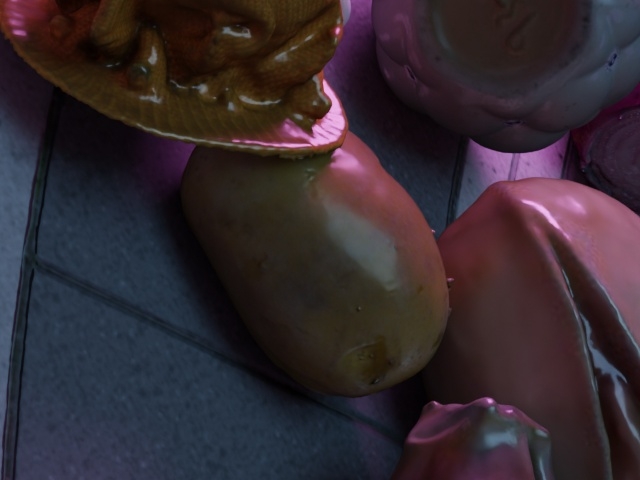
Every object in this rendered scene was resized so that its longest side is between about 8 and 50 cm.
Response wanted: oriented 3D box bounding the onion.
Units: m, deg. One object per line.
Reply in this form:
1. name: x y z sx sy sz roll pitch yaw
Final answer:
1. onion: 0.315 -0.134 1.755 0.207 0.200 0.201 12 60 -22

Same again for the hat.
1. hat: -0.054 -0.209 1.240 0.244 0.233 0.233 33 31 11

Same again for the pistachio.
1. pistachio: 0.193 0.099 1.422 0.230 0.230 0.309 -19 83 -52

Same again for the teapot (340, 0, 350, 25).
1. teapot: -0.048 -0.257 1.455 0.145 0.092 0.226 -39 102 -49

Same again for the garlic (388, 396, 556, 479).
1. garlic: 0.131 0.297 1.229 0.231 0.246 0.340 39 12 -34

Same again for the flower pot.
1. flower pot: 0.157 -0.193 1.539 0.246 0.246 0.195 63 15 -3

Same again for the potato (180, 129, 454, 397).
1. potato: 0.000 0.000 1.344 0.234 0.146 0.150 59 8 -7
